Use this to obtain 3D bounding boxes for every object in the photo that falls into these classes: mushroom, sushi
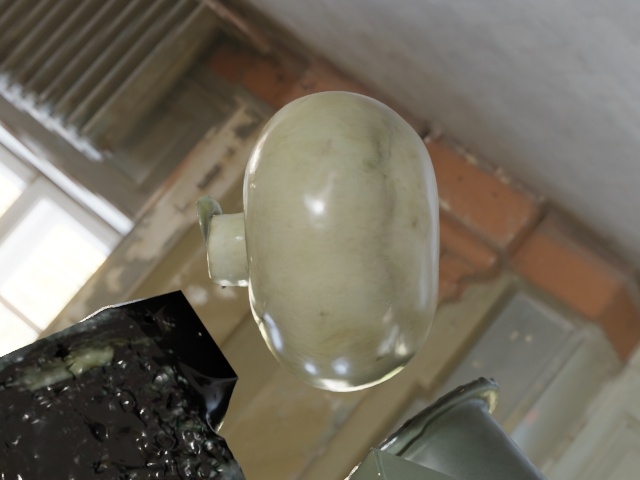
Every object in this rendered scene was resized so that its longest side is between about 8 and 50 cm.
[{"bbox_3d":[0.000,0.000,1.153,0.202,0.246,0.246,-2,153,18],"label":"mushroom"},{"bbox_3d":[-0.183,0.186,1.017,0.212,0.215,0.227,54,-150,13],"label":"sushi"}]

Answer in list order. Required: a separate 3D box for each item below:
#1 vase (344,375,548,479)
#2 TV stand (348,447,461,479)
[{"bbox_3d":[0.175,0.312,1.360,0.291,0.245,0.245,46,172,19],"label":"vase"},{"bbox_3d":[0.073,0.260,0.921,0.088,0.082,0.269,25,-157,-22],"label":"TV stand"}]
